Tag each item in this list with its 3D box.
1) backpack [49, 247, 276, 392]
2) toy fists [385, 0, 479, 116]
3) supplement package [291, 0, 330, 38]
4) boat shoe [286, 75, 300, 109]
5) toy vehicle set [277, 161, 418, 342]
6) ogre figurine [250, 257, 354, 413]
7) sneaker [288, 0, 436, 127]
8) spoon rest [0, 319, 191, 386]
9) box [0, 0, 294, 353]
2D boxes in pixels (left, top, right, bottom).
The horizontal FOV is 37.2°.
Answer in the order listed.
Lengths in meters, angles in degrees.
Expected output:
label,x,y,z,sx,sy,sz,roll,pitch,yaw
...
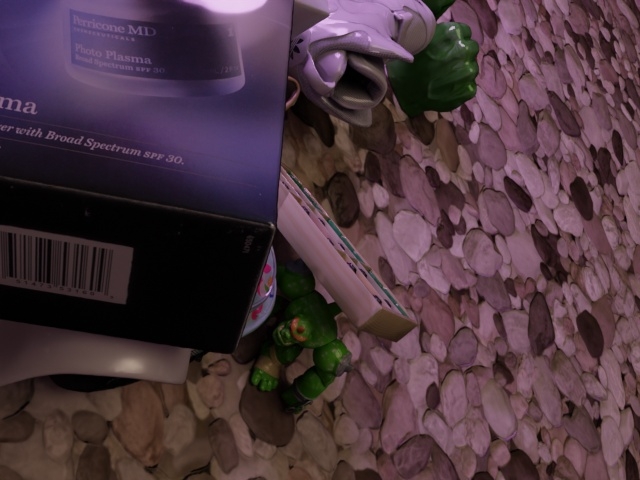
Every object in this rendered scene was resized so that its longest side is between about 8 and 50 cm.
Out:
label,x,y,z,sx,sy,sz,roll,pitch,yaw
backpack,-0.155,0.015,0.943,0.253,0.191,0.225,-10,80,-56
toy fists,0.168,-0.340,1.512,0.096,0.142,0.279,-14,84,-52
supplement package,-0.160,-0.331,1.076,0.263,0.199,0.198,8,67,-47
boat shoe,-0.137,-0.150,1.107,0.285,0.089,0.104,-32,99,-51
toy vehicle set,0.000,0.000,1.105,0.267,0.035,0.166,51,8,20
ogre figurine,-0.034,0.096,1.089,0.097,0.118,0.197,2,71,-49
sneaker,0.064,-0.257,1.304,0.366,0.137,0.210,-3,48,-45
spoon rest,-0.246,0.071,0.773,0.084,0.276,0.137,76,23,-89
box,-0.183,-0.100,0.737,0.296,0.182,0.294,10,51,-10
